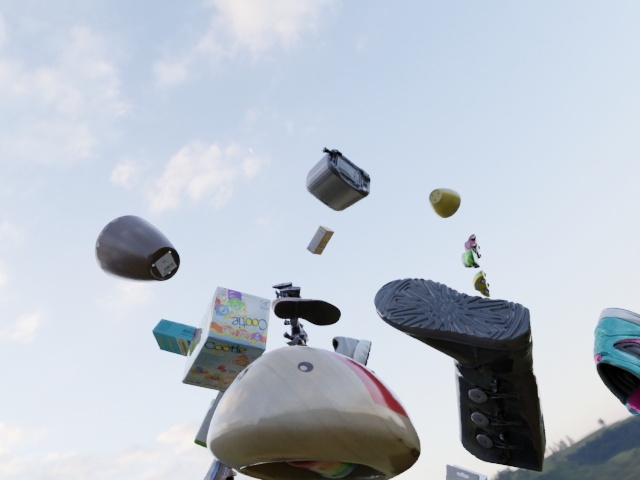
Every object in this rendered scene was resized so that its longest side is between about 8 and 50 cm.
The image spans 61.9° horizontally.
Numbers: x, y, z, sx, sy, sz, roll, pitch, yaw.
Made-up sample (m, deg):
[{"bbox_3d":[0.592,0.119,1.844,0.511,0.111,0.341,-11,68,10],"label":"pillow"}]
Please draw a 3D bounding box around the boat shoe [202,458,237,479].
[{"bbox_3d":[-0.232,0.548,1.259,0.066,0.066,0.183,-60,1,38],"label":"boat shoe"}]

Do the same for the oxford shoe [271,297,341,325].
[{"bbox_3d":[-0.041,0.194,1.536,0.212,0.076,0.076,14,-85,-22],"label":"oxford shoe"}]

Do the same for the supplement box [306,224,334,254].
[{"bbox_3d":[0.000,0.000,1.862,0.098,0.036,0.062,-60,-27,11],"label":"supplement box"}]

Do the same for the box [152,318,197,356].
[{"bbox_3d":[-0.422,0.333,1.746,0.060,0.244,0.100,-60,-29,-44],"label":"box"}]

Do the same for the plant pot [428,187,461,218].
[{"bbox_3d":[0.522,-0.174,2.304,0.095,0.134,0.134,24,-59,-39],"label":"plant pot"}]

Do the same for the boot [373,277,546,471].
[{"bbox_3d":[0.328,0.316,1.243,0.146,0.367,0.445,-44,-51,-30],"label":"boot"}]

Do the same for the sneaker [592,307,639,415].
[{"bbox_3d":[0.653,0.259,1.000,0.178,0.296,0.123,-52,-31,-26],"label":"sneaker"}]

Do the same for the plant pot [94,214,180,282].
[{"bbox_3d":[-0.544,0.046,1.661,0.215,0.230,0.215,-18,-65,-44],"label":"plant pot"}]

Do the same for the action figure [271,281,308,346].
[{"bbox_3d":[-0.098,0.297,1.938,0.099,0.185,0.284,-13,-78,-8],"label":"action figure"}]

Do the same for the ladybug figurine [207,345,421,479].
[{"bbox_3d":[0.000,0.290,0.852,0.305,0.161,0.449,-10,-33,14],"label":"ladybug figurine"}]

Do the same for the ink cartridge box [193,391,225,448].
[{"bbox_3d":[-0.275,0.571,1.764,0.255,0.189,0.097,-65,7,-2],"label":"ink cartridge box"}]

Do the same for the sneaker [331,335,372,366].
[{"bbox_3d":[0.048,0.337,1.280,0.108,0.271,0.100,16,-54,4],"label":"sneaker"}]

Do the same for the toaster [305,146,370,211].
[{"bbox_3d":[0.050,-0.200,1.799,0.227,0.129,0.146,33,-51,-25],"label":"toaster"}]

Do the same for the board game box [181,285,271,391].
[{"bbox_3d":[-0.240,0.258,1.350,0.144,0.142,0.275,17,-42,-17],"label":"board game box"}]

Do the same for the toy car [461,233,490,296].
[{"bbox_3d":[0.528,0.075,1.856,0.053,0.239,0.225,-16,-20,22],"label":"toy car"}]

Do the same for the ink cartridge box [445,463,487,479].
[{"bbox_3d":[0.456,0.780,1.660,0.067,0.115,0.198,-23,-68,-50],"label":"ink cartridge box"}]
